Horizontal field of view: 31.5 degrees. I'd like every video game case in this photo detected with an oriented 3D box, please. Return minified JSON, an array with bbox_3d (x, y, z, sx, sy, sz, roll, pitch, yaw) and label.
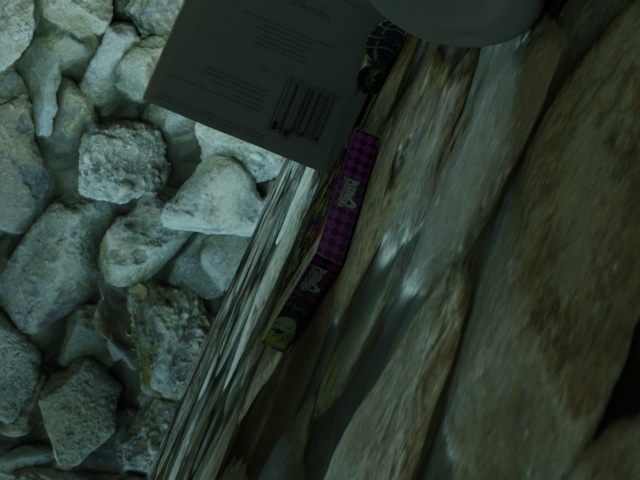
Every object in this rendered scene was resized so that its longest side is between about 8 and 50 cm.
[{"bbox_3d":[0.000,0.000,1.475,0.210,0.042,0.232,122,170,-48],"label":"video game case"}]

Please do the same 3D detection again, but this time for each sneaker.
[{"bbox_3d":[0.092,-0.290,1.727,0.135,0.052,0.058,-61,4,39],"label":"sneaker"}]

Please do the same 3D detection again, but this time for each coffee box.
[{"bbox_3d":[-0.066,-0.351,1.953,0.334,0.337,0.338,-89,22,-75],"label":"coffee box"}]

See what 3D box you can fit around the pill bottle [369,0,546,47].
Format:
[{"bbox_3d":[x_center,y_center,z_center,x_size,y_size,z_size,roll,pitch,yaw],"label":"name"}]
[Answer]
[{"bbox_3d":[0.134,-0.302,0.902,0.152,0.152,0.272,125,167,-63],"label":"pill bottle"}]
